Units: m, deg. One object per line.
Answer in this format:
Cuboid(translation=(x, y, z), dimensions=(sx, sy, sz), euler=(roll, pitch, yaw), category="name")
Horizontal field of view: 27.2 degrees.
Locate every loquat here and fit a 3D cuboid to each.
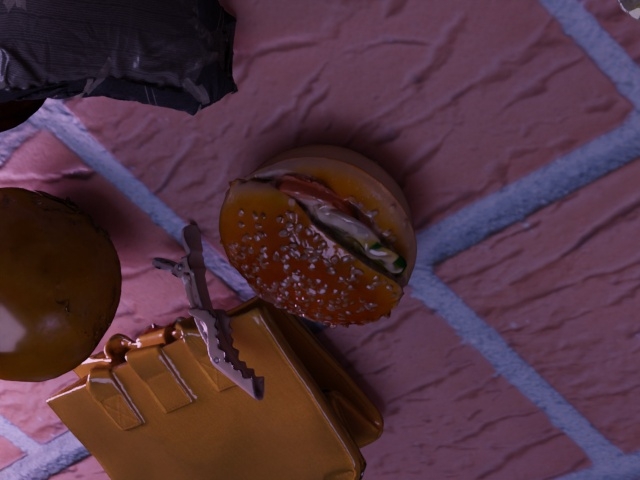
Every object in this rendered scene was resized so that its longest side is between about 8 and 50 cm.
Cuboid(translation=(-0.349, 0.052, 1.556), dimensions=(0.235, 0.235, 0.235), euler=(12, 135, 12), category="loquat")

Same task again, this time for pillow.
Cuboid(translation=(-0.211, -0.201, 1.244), dimensions=(0.092, 0.335, 0.161), euler=(11, 101, 48), category="pillow")

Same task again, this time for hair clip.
Cuboid(translation=(-0.132, 0.095, 1.544), dimensions=(0.072, 0.034, 0.226), euler=(-34, 72, 27), category="hair clip")

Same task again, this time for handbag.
Cuboid(translation=(-0.137, 0.218, 1.703), dimensions=(0.401, 0.133, 0.283), euler=(-23, 115, 37), category="handbag")

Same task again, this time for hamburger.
Cuboid(translation=(-0.004, -0.002, 1.420), dimensions=(0.237, 0.147, 0.237), euler=(14, 136, 14), category="hamburger")

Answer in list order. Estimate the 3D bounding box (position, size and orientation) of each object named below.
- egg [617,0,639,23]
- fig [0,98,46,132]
Cuboid(translation=(0.259, -0.292, 1.031), dimensions=(0.271, 0.162, 0.206), euler=(17, 115, -45), category="egg")
Cuboid(translation=(-0.425, -0.206, 1.307), dimensions=(0.321, 0.217, 0.217), euler=(-4, 137, -14), category="fig")
